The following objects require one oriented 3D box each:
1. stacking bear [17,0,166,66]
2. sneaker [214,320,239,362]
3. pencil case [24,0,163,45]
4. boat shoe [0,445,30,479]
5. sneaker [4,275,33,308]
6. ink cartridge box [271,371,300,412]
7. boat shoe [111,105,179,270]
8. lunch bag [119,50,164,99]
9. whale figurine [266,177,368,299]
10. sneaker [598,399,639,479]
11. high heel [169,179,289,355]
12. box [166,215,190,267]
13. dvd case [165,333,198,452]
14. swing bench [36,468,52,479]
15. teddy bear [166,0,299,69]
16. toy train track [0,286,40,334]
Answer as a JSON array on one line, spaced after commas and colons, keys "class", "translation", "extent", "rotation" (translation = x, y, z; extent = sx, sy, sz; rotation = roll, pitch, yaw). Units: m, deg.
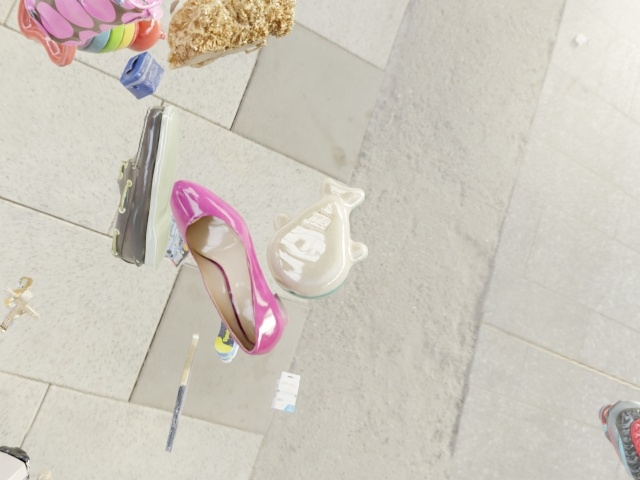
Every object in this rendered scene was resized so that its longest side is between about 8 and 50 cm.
[{"class": "stacking bear", "translation": [-0.497, -0.506, 1.065], "extent": [0.175, 0.164, 0.289], "rotation": [41, 32, 13]}, {"class": "sneaker", "translation": [-0.202, 0.213, 1.045], "extent": [0.053, 0.144, 0.059], "rotation": [5, 126, 9]}, {"class": "pencil case", "translation": [-0.297, -0.317, 0.603], "extent": [0.095, 0.209, 0.098], "rotation": [-59, 136, -31]}, {"class": "boat shoe", "translation": [-0.611, 0.507, 0.729], "extent": [0.127, 0.340, 0.158], "rotation": [12, 111, 17]}, {"class": "sneaker", "translation": [-0.581, 0.107, 0.888], "extent": [0.032, 0.083, 0.037], "rotation": [24, 118, -17]}, {"class": "ink cartridge box", "translation": [-0.081, 0.355, 1.079], "extent": [0.048, 0.028, 0.083], "rotation": [19, 63, -13]}, {"class": "boat shoe", "translation": [-0.233, -0.068, 0.604], "extent": [0.068, 0.081, 0.228], "rotation": [13, 111, -4]}, {"class": "lunch bag", "translation": [-0.400, -0.366, 1.019], "extent": [0.065, 0.067, 0.098], "rotation": [48, 39, -46]}, {"class": "whale figurine", "translation": [0.000, 0.000, 0.987], "extent": [0.216, 0.141, 0.272], "rotation": [19, 66, 13]}, {"class": "sneaker", "translation": [0.475, 0.300, 0.703], "extent": [0.262, 0.125, 0.104], "rotation": [38, 87, -33]}, {"class": "high heel", "translation": [-0.186, 0.036, 0.856], "extent": [0.127, 0.181, 0.377], "rotation": [-40, 86, 9]}, {"class": "box", "translation": [-0.357, -0.005, 1.165], "extent": [0.094, 0.137, 0.027], "rotation": [51, 38, 4]}, {"class": "dvd case", "translation": [-0.310, 0.335, 1.042], "extent": [0.018, 0.221, 0.164], "rotation": [12, 104, -12]}, {"class": "swing bench", "translation": [-0.374, 0.507, 0.624], "extent": [0.165, 0.253, 0.255], "rotation": [25, 118, -22]}, {"class": "teddy bear", "translation": [-0.183, -0.438, 0.929], "extent": [0.338, 0.245, 0.113], "rotation": [-34, 109, -35]}, {"class": "toy train track", "translation": [-0.344, 0.083, 0.514], "extent": [0.048, 0.014, 0.083], "rotation": [46, 118, -8]}]
